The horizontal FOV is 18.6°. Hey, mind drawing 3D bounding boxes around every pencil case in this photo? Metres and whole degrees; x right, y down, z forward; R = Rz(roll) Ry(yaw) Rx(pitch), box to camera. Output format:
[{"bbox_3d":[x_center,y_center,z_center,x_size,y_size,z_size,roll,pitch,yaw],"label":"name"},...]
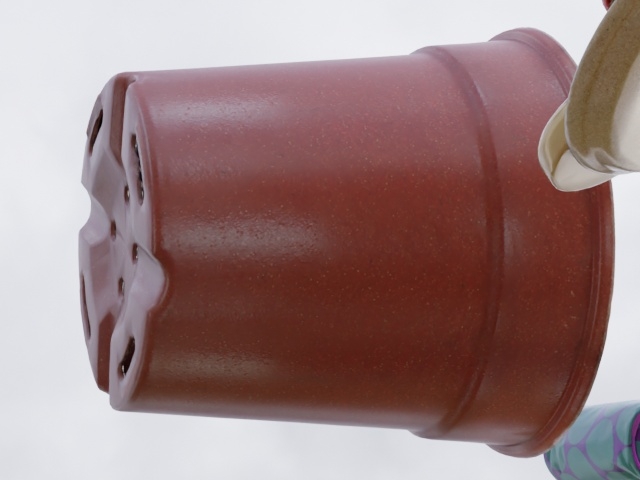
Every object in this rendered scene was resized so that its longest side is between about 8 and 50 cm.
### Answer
[{"bbox_3d":[0.213,0.144,1.361,0.070,0.064,0.152,28,-14,-13],"label":"pencil case"}]

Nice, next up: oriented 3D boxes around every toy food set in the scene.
[{"bbox_3d":[0.082,-0.048,0.425,0.082,0.020,0.083,-34,-31,-18],"label":"toy food set"}]

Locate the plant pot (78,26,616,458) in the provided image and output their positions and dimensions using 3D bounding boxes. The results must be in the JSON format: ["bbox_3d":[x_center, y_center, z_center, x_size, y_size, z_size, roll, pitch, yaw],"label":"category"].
[{"bbox_3d":[0.000,0.000,1.193,0.265,0.272,0.272,1,-44,-19],"label":"plant pot"}]
